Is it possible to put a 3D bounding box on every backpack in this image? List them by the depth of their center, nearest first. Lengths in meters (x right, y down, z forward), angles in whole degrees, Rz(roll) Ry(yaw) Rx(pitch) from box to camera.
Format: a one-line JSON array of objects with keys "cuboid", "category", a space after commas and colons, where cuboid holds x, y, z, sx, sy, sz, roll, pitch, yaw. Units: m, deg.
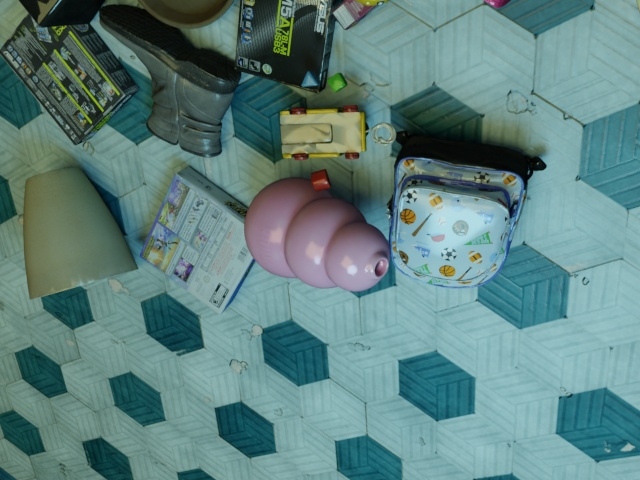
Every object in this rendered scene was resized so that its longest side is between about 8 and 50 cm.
[{"cuboid": [0.243, -0.037, 1.310, 0.276, 0.213, 0.263, 13, 131, 15], "category": "backpack"}]

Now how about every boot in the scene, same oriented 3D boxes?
[{"cuboid": [-0.335, -0.322, 1.483, 0.338, 0.118, 0.223, 35, 130, 10], "category": "boot"}]

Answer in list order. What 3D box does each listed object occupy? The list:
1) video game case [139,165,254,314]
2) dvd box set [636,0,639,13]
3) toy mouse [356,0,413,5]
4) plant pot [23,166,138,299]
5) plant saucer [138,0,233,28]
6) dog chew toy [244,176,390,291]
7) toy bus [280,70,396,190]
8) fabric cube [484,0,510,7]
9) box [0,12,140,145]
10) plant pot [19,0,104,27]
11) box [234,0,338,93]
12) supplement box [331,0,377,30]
[{"cuboid": [-0.267, 0.004, 1.648, 0.244, 0.061, 0.269, 35, 125, 3], "category": "video game case"}, {"cuboid": [0.638, -0.341, 1.041, 0.307, 0.062, 0.420, -14, 109, 30], "category": "dvd box set"}, {"cuboid": [0.074, -0.467, 1.215, 0.161, 0.143, 0.031, -4, 163, -9], "category": "toy mouse"}, {"cuboid": [-0.594, -0.027, 1.700, 0.256, 0.256, 0.274, -14, 92, 30], "category": "plant pot"}, {"cuboid": [-0.264, -0.550, 1.370, 0.277, 0.041, 0.278, 11, 119, 20], "category": "plant saucer"}, {"cuboid": [0.000, 0.000, 1.388, 0.332, 0.206, 0.207, 26, 129, 44], "category": "dog chew toy"}, {"cuboid": [0.022, -0.209, 1.364, 0.202, 0.104, 0.191, 45, 110, 1], "category": "toy bus"}, {"cuboid": [0.248, -0.523, 1.009, 0.254, 0.259, 0.258, 37, 125, 5], "category": "fabric cube"}, {"cuboid": [-0.559, -0.378, 1.587, 0.216, 0.060, 0.270, -33, 99, 34], "category": "box"}, {"cuboid": [-0.508, -0.551, 1.406, 0.167, 0.188, 0.187, -35, 97, 23], "category": "plant pot"}, {"cuboid": [-0.067, -0.394, 1.355, 0.184, 0.045, 0.191, 21, 123, 16], "category": "box"}, {"cuboid": [0.070, -0.418, 1.272, 0.083, 0.055, 0.043, -31, 100, 35], "category": "supplement box"}]
